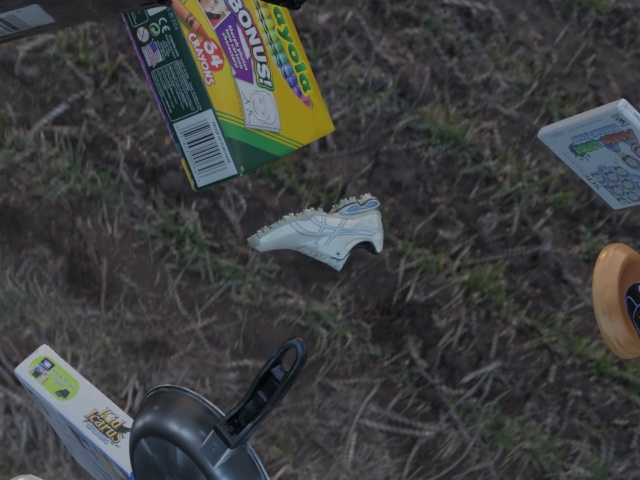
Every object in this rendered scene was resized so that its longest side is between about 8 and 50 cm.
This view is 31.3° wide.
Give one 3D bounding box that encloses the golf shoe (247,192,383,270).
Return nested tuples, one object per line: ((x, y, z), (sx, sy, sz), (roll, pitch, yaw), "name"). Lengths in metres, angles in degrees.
((0.000, 0.000, 1.427), (0.176, 0.069, 0.086), (-14, 87, -15), "golf shoe")

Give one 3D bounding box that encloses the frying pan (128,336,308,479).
((-0.079, 0.212, 1.028), (0.053, 0.326, 0.197), (-30, 94, -39), "frying pan")

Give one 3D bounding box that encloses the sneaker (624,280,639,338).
((0.505, 0.134, 1.668), (0.090, 0.081, 0.232), (24, 24, -38), "sneaker")

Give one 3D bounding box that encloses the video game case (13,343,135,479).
((-0.281, 0.291, 1.566), (0.244, 0.269, 0.061), (34, 66, 30), "video game case")

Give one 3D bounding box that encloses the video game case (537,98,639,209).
((0.348, -0.096, 1.330), (0.143, 0.157, 0.019), (41, 69, -14), "video game case")

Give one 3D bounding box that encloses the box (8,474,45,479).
((-0.085, 0.205, 0.284), (0.127, 0.232, 0.148), (26, 34, 25), "box")

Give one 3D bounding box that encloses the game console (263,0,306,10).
((-0.064, -0.265, 1.077), (0.122, 0.071, 0.107), (23, 61, 36), "game console")

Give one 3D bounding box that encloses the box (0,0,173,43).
((-0.282, -0.307, 0.678), (0.293, 0.212, 0.395), (-15, 97, -4), "box")

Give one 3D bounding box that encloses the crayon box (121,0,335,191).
((-0.148, -0.296, 1.829), (0.313, 0.106, 0.363), (-33, 104, -56), "crayon box")

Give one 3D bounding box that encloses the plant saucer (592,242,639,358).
((0.527, 0.101, 1.947), (0.200, 0.037, 0.200), (13, 73, -48), "plant saucer")
